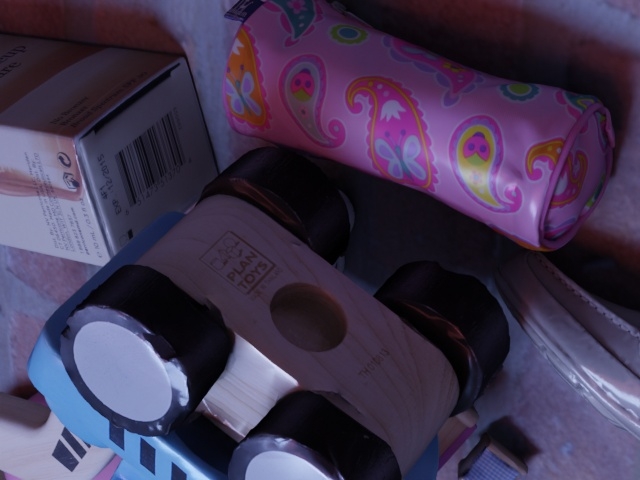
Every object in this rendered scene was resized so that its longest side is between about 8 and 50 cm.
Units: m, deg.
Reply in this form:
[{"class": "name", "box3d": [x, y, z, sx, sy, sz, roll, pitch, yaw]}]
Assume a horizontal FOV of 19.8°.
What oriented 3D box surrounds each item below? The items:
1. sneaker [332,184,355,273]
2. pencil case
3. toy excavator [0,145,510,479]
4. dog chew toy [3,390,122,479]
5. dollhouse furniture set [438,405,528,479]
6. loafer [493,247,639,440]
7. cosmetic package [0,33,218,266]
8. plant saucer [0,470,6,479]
[{"class": "sneaker", "box3d": [0.000, 0.000, 1.489, 0.040, 0.044, 0.109, 26, 135, 26]}, {"class": "pencil case", "box3d": [0.066, -0.090, 1.300, 0.284, 0.124, 0.124, 24, 136, 26]}, {"class": "toy excavator", "box3d": [-0.140, 0.129, 1.389, 0.433, 0.222, 0.445, 37, 135, 6]}, {"class": "dog chew toy", "box3d": [-0.153, 0.233, 1.684, 0.331, 0.206, 0.207, 22, 135, 23]}, {"class": "dollhouse furniture set", "box3d": [0.113, 0.318, 1.464, 0.303, 0.198, 0.286, 39, 101, -11]}, {"class": "loafer", "box3d": [0.261, 0.103, 1.312, 0.319, 0.111, 0.112, 42, -177, 20]}, {"class": "cosmetic package", "box3d": [-0.254, -0.086, 1.555, 0.296, 0.153, 0.129, 9, 127, 34]}, {"class": "plant saucer", "box3d": [-0.254, 0.289, 1.914, 0.278, 0.041, 0.278, 38, 148, 29]}]
